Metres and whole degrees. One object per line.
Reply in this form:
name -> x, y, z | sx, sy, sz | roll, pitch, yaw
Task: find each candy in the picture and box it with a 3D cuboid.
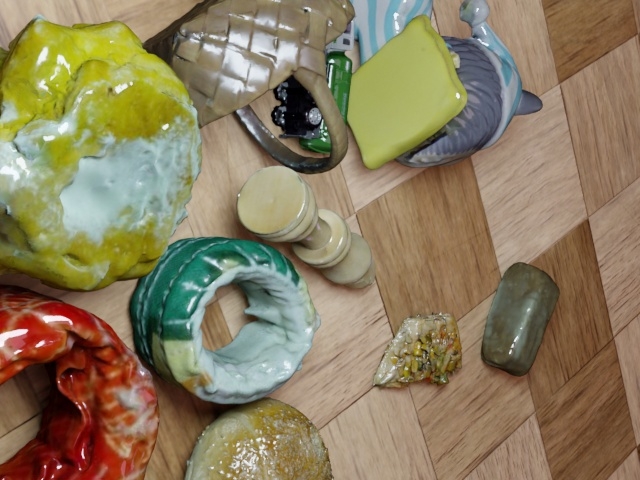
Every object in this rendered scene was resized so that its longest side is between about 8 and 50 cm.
candy -> 0.423, 0.167, 2.034 | 0.104, 0.102, 0.234 | 33, 76, -38

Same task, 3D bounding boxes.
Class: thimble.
thimble -> -0.405, 0.241, 1.251 | 0.350, 0.230, 0.350 | -7, 101, -39
thimble -> -0.145, 0.121, 1.500 | 0.288, 0.167, 0.254 | 3, 94, -40

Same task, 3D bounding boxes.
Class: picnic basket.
picnic basket -> -0.075, -0.231, 1.427 | 0.337, 0.293, 0.337 | -1, 92, -31

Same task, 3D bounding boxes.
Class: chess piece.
chess piece -> 0.000, 0.000, 1.601 | 0.397, 0.117, 0.117 | 39, 69, -60

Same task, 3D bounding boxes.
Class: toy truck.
toy truck -> -0.003, -0.270, 1.617 | 0.125, 0.101, 0.242 | 1, 96, -39

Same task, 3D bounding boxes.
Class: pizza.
pizza -> 0.204, 0.219, 1.876 | 0.226, 0.069, 0.147 | 1, 97, -41

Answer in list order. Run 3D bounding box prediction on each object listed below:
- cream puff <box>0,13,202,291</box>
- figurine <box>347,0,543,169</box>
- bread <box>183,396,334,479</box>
cream puff -> -0.348, -0.119, 1.232 | 0.378, 0.275, 0.378 | -27, 133, -34
figurine -> 0.221, -0.312, 1.745 | 0.378, 0.266, 0.361 | -5, 83, -51
bread -> -0.089, 0.414, 1.577 | 0.305, 0.159, 0.305 | -5, 98, -45
